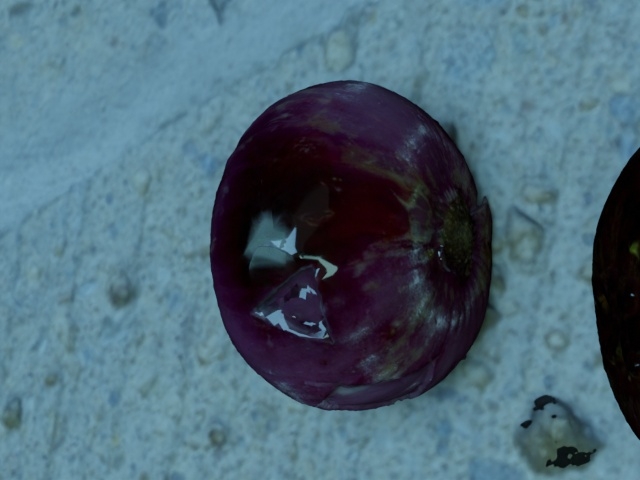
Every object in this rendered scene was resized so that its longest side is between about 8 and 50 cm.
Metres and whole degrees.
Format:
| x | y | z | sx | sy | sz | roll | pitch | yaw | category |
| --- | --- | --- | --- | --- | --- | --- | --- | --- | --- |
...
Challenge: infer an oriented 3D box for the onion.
| x | y | z | sx | sy | sz | roll | pitch | yaw | category |
| --- | --- | --- | --- | --- | --- | --- | --- | --- | --- |
| 0.012 | 0.001 | 1.177 | 0.201 | 0.200 | 0.207 | 27 | 91 | 32 | onion |

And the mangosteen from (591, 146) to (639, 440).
| x | y | z | sx | sy | sz | roll | pitch | yaw | category |
| --- | --- | --- | --- | --- | --- | --- | --- | --- | --- |
| 0.283 | 0.027 | 0.999 | 0.261 | 0.235 | 0.235 | -7 | 76 | -9 | mangosteen |
